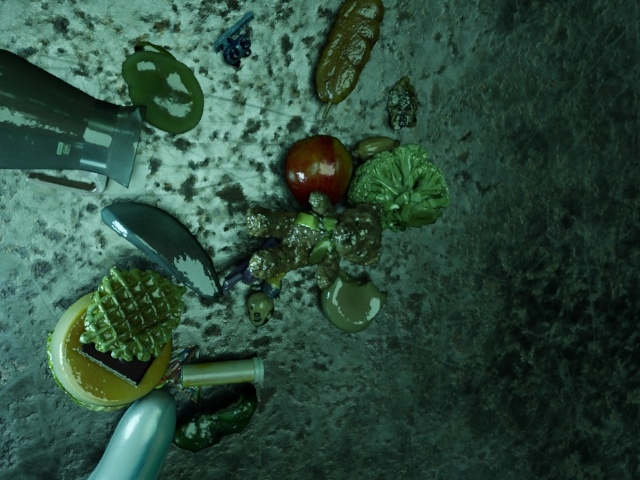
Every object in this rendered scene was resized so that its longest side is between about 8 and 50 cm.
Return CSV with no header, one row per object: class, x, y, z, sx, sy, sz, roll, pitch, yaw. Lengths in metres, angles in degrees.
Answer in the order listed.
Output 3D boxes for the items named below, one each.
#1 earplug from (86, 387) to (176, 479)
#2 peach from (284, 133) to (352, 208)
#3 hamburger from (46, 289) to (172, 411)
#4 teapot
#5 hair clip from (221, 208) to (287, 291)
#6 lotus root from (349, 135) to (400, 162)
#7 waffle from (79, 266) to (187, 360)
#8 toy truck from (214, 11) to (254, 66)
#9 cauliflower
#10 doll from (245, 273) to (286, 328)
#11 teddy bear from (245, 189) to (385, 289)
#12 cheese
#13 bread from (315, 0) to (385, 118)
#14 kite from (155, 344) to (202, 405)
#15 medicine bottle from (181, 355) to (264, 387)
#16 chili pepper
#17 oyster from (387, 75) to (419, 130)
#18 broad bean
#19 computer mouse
earplug,-0.461,0.528,1.332,0.185,0.185,0.324,23,99,-19
peach,-0.005,-0.172,1.367,0.197,0.197,0.197,-3,100,-16
hamburger,-0.511,0.262,1.283,0.300,0.176,0.300,4,81,-27
teapot,-0.586,-0.233,1.162,0.344,0.253,0.300,14,134,-20
hair clip,-0.141,0.040,1.371,0.090,0.137,0.278,41,67,-3
lotus root,0.151,-0.253,1.460,0.150,0.062,0.073,-13,95,-14
waffle,-0.428,0.169,1.211,0.207,0.054,0.214,23,70,-26
toy truck,-0.198,-0.506,1.317,0.136,0.063,0.074,-44,89,-8
cauliflower,0.228,-0.110,1.402,0.275,0.250,0.272,-32,130,-3
doll,-0.152,0.156,1.432,0.089,0.102,0.179,10,97,-57
teddy bear,-0.006,0.001,1.269,0.296,0.222,0.246,-6,91,-43
cheese,0.084,0.167,1.499,0.202,0.091,0.175,43,84,-19
bread,0.068,-0.485,1.386,0.124,0.084,0.344,22,93,3
kite,-0.390,0.363,1.433,0.183,0.014,0.241,-40,109,-6
medicine bottle,-0.268,0.362,1.432,0.218,0.074,0.074,-1,100,-19
chili pepper,-0.287,0.505,1.425,0.264,0.148,0.116,-23,85,-4
oyster,0.238,-0.387,1.470,0.103,0.051,0.148,-12,92,-22
broad bean,-0.380,-0.369,1.270,0.169,0.100,0.228,-22,117,-4
computer mouse,-0.363,0.021,1.294,0.371,0.188,0.122,44,78,-18
